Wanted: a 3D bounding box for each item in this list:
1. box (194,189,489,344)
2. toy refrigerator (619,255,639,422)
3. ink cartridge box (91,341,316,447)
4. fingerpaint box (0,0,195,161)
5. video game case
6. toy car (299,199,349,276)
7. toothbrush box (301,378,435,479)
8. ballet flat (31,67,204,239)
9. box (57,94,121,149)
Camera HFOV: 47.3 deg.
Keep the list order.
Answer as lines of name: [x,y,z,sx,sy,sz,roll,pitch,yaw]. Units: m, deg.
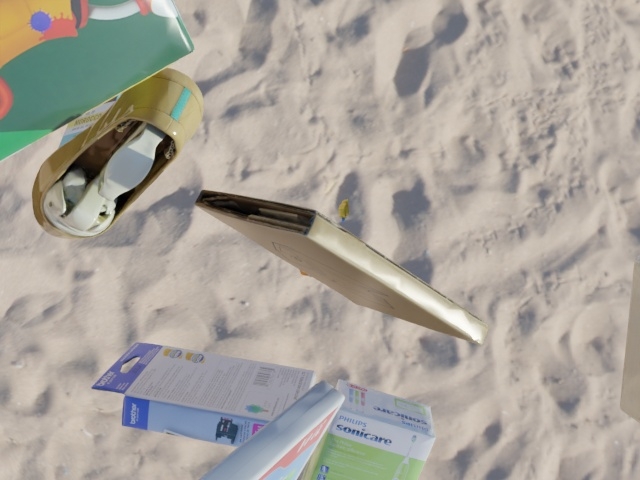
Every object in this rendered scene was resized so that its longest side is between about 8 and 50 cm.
box: [0.015,0.020,0.586,0.201,0.164,0.021,32,79,-35]
toy refrigerator: [0.464,0.131,0.937,0.094,0.102,0.269,-27,127,-21]
ink cartridge box: [-0.172,0.238,1.131,0.311,0.186,0.065,11,106,4]
fingerpaint box: [-0.369,-0.190,0.562,0.371,0.445,0.163,-34,134,-13]
video game case: [-0.093,0.241,0.500,0.025,0.285,0.204,34,23,16]
toy car: [0.000,0.000,1.004,0.060,0.040,0.121,14,112,8]
toothbrush box: [0.090,0.460,1.515,0.206,0.122,0.283,17,111,-3]
ballet flat: [-0.182,-0.052,0.603,0.080,0.232,0.073,31,40,-26]
box: [-0.357,-0.185,1.195,0.060,0.101,0.244,48,43,-47]
